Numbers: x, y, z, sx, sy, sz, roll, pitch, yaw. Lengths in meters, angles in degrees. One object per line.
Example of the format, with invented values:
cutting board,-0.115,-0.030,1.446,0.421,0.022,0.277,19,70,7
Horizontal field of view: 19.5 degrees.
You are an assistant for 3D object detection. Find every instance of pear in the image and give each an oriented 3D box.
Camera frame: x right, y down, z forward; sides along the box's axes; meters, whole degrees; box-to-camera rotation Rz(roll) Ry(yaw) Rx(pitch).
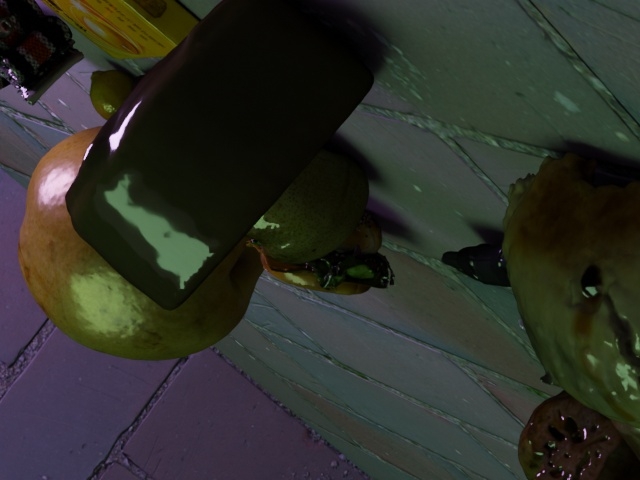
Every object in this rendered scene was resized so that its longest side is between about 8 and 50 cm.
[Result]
pear,-0.223,0.002,2.337,0.314,0.314,0.314,35,170,7
pear,-0.037,-0.051,1.955,0.167,0.136,0.167,35,175,4

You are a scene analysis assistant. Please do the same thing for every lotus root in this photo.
lotus root,0.315,0.282,2.183,0.193,0.193,0.291,30,168,30

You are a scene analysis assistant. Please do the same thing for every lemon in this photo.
lemon,-0.253,-0.179,2.304,0.083,0.062,0.062,48,171,8

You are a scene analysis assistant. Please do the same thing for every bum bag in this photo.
bum bag,0.186,0.023,1.820,0.087,0.049,0.197,14,177,-19

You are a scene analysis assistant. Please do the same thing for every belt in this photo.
belt,-0.367,-0.238,2.225,0.126,0.094,0.359,49,172,-14

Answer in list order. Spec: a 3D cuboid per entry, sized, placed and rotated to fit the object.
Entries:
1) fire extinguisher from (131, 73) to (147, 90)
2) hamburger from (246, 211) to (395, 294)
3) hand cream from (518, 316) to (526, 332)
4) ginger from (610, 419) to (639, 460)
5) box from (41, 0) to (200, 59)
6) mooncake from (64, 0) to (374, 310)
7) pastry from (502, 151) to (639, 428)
fire extinguisher,-0.184,-0.178,2.160,0.049,0.035,0.173,42,172,-13
hamburger,0.003,0.001,2.097,0.164,0.093,0.189,8,-166,-27
hand cream,0.307,0.147,1.971,0.255,0.048,0.079,39,175,-27
ginger,0.337,0.162,1.717,0.270,0.123,0.219,44,170,-36
box,-0.226,-0.250,1.953,0.152,0.043,0.269,40,168,-20
mooncake,-0.094,-0.084,1.611,0.155,0.284,0.284,39,170,-3
pastry,0.247,0.064,1.463,0.237,0.170,0.256,47,170,-36
